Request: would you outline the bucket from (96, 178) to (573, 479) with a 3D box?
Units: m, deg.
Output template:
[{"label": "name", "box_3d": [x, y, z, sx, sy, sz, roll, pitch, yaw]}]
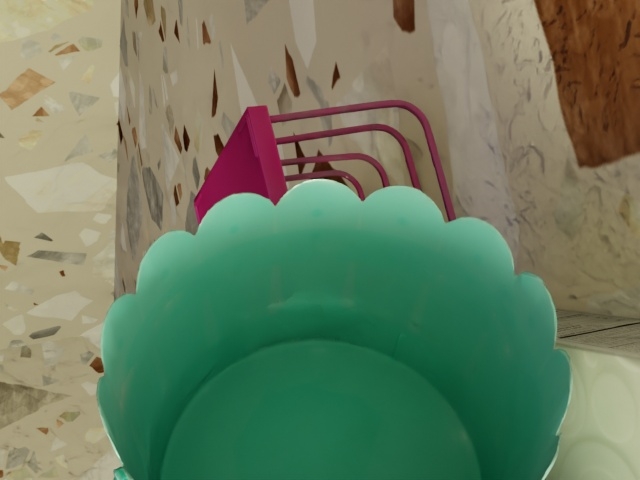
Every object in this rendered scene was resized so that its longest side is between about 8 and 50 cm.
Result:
[{"label": "bucket", "box_3d": [0.007, 0.117, 0.590, 0.183, 0.281, 0.281, 93, 158, -51]}]

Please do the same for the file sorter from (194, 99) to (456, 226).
[{"label": "file sorter", "box_3d": [0.000, 0.000, 0.943, 0.290, 0.182, 0.202, 140, 118, -68]}]

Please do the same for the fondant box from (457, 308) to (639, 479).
[{"label": "fondant box", "box_3d": [0.202, 0.175, 0.598, 0.330, 0.096, 0.238, 180, 82, -71]}]
